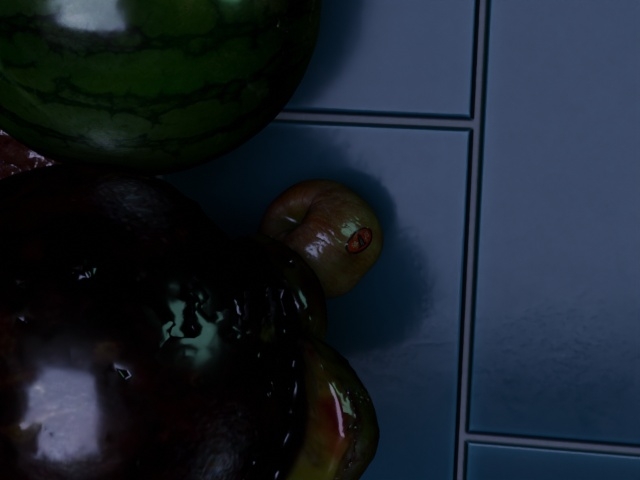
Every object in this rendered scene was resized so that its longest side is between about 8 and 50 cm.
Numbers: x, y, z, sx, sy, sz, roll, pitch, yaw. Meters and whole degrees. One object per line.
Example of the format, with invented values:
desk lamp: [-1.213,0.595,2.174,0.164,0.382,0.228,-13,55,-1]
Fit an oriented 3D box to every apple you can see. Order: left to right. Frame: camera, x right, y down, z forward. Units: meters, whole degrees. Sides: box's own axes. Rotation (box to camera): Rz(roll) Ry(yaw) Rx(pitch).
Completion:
apple: [-0.003,0.001,1.337,0.126,0.126,0.102,-33,133,14]

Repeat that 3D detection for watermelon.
watermelon: [-0.180,-0.225,1.214,0.363,0.363,0.363,2,102,10]

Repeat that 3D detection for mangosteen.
mangosteen: [-0.174,0.133,1.163,0.421,0.381,0.381,27,107,-29]

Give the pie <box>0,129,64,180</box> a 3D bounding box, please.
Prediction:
pie: [-0.336,-0.092,1.420,0.154,0.036,0.154,2,103,10]
